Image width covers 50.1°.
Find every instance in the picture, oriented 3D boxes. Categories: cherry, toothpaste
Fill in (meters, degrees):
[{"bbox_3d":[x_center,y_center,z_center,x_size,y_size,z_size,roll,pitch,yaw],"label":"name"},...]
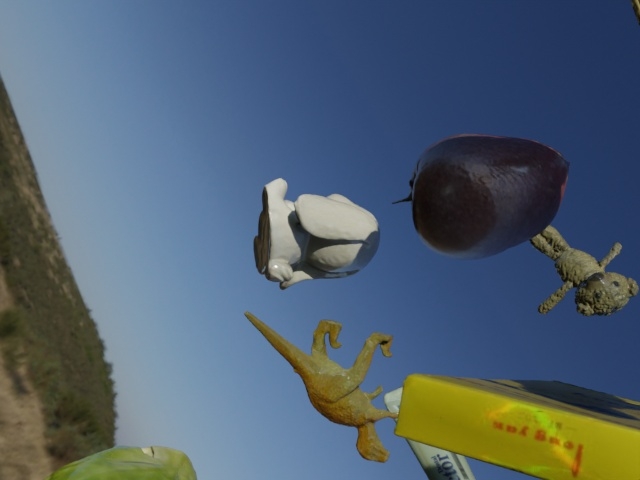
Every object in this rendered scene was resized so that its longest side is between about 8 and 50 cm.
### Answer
[{"bbox_3d":[0.279,-0.081,1.191,0.261,0.308,0.221,-66,143,-76],"label":"cherry"},{"bbox_3d":[0.156,0.284,0.845,0.037,0.067,0.255,69,-4,-50],"label":"toothpaste"}]

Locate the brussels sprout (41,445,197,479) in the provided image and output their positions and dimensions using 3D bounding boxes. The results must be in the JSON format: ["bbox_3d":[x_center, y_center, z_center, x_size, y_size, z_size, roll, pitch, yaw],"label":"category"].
[{"bbox_3d":[-0.231,0.340,0.732,0.219,0.271,0.210,43,-62,-8],"label":"brussels sprout"}]

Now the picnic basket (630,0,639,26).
[{"bbox_3d":[0.533,-0.426,0.868,0.313,0.175,0.228,-9,-56,40],"label":"picnic basket"}]

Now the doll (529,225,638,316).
[{"bbox_3d":[0.548,0.051,1.452,0.091,0.203,0.286,60,28,-34],"label":"doll"}]

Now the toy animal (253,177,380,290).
[{"bbox_3d":[0.000,0.000,1.495,0.271,0.265,0.206,108,-22,-44],"label":"toy animal"}]

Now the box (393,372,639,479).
[{"bbox_3d":[0.179,0.120,0.432,0.153,0.279,0.041,7,-97,35],"label":"box"}]

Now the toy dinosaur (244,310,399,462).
[{"bbox_3d":[0.000,0.135,0.622,0.039,0.162,0.126,-169,-92,-74],"label":"toy dinosaur"}]
